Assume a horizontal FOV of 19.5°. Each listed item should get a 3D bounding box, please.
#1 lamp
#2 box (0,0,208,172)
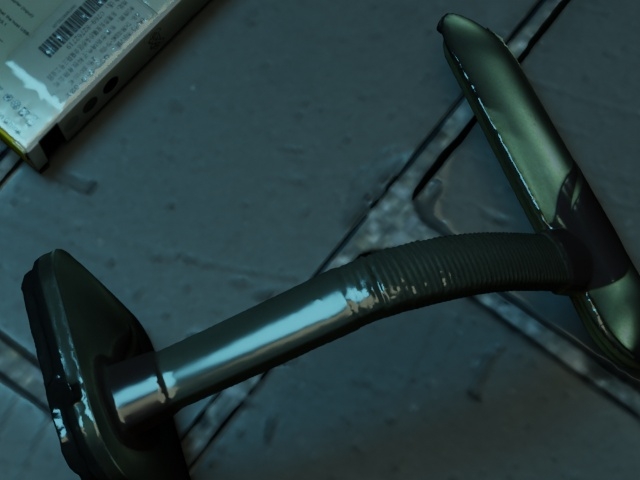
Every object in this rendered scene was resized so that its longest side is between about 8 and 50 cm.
[{"bbox_3d":[0.001,-0.004,0.862,0.283,0.124,0.203,-19,61,-6],"label":"lamp"},{"bbox_3d":[-0.108,-0.162,0.967,0.129,0.033,0.247,41,78,16],"label":"box"}]
